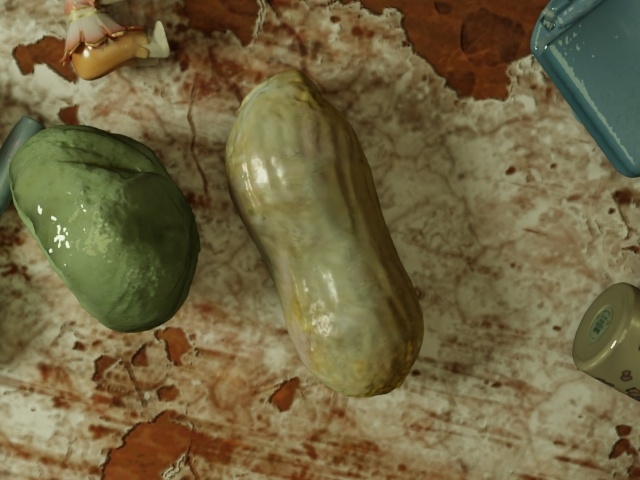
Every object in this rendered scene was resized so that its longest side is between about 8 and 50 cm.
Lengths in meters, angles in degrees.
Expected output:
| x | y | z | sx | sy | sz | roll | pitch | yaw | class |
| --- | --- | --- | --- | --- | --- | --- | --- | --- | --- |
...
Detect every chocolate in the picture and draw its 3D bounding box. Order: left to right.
| x | y | z | sx | sy | sz | roll | pitch | yaw | class |
| --- | --- | --- | --- | --- | --- | --- | --- | --- | --- |
| 0.000 | 0.000 | 0.944 | 0.134 | 0.134 | 0.309 | -19 | 96 | -5 | chocolate |

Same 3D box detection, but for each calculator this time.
| x | y | z | sx | sy | sz | roll | pitch | yaw | class |
| --- | --- | --- | --- | --- | --- | --- | --- | --- | --- |
| 0.296 | -0.159 | 1.015 | 0.121 | 0.039 | 0.210 | -39 | 98 | -1 | calculator |

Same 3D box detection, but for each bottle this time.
| x | y | z | sx | sy | sz | roll | pitch | yaw | class |
| --- | --- | --- | --- | --- | --- | --- | --- | --- | --- |
| 0.354 | 0.134 | 1.015 | 0.209 | 0.097 | 0.110 | 29 | 122 | -8 | bottle |

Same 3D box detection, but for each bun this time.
| x | y | z | sx | sy | sz | roll | pitch | yaw | class |
| --- | --- | --- | --- | --- | --- | --- | --- | --- | --- |
| -0.172 | -0.019 | 0.886 | 0.118 | 0.195 | 0.195 | -32 | 97 | 2 | bun |

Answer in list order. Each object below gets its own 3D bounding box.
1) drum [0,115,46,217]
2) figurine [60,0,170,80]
| x | y | z | sx | sy | sz | roll | pitch | yaw | class |
| --- | --- | --- | --- | --- | --- | --- | --- | --- | --- |
| -0.305 | 0.018 | 0.946 | 0.130 | 0.049 | 0.253 | 45 | 77 | -19 | drum |
| -0.214 | -0.236 | 0.912 | 0.102 | 0.111 | 0.195 | -25 | 96 | -25 | figurine |
